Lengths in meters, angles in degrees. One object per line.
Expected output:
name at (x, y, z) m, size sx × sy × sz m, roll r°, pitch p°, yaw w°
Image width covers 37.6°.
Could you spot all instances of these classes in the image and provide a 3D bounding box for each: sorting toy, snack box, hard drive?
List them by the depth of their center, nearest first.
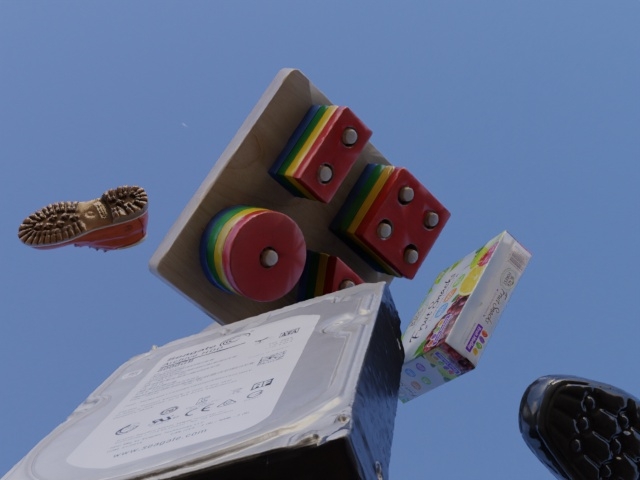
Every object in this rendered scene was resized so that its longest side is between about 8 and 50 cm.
hard drive at (-0.066, 0.118, 0.638) m, size 0.237 × 0.339 × 0.064 m, roll -17°, pitch -83°, yaw 11°
snack box at (0.115, 0.065, 0.804) m, size 0.037 × 0.100 × 0.141 m, roll 42°, pitch -129°, yaw -6°
sorting toy at (0.000, 0.000, 0.980) m, size 0.257 × 0.089 × 0.255 m, roll 42°, pitch -106°, yaw -33°

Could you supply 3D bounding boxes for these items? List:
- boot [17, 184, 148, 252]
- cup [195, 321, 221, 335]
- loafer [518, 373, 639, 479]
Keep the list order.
boot at (-0.285, -0.009, 1.151) m, size 0.158 × 0.084 × 0.059 m, roll -14°, pitch -124°, yaw -15°
cup at (-0.056, 0.210, 1.283) m, size 0.331 × 0.331 × 0.237 m, roll 33°, pitch -77°, yaw 2°
loafer at (0.194, 0.151, 0.609) m, size 0.223 × 0.078 × 0.076 m, roll 35°, pitch -109°, yaw -30°
